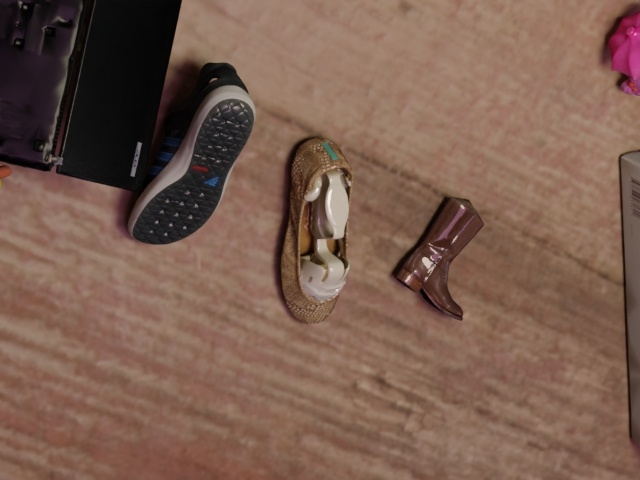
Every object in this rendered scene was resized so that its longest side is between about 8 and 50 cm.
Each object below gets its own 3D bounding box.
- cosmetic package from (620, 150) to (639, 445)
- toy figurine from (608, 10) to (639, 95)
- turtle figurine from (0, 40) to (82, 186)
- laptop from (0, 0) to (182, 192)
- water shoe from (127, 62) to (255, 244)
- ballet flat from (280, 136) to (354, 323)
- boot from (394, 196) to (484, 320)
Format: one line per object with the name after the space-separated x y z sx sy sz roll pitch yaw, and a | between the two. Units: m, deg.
0.493 0.047 2.189 0.284 0.097 0.377 -19 119 -23 | cosmetic package
0.381 -0.191 2.037 0.159 0.130 0.173 1 136 -14 | toy figurine
-0.319 -0.138 1.683 0.217 0.087 0.269 -42 109 -18 | turtle figurine
-0.251 -0.180 1.662 0.264 0.136 0.234 12 89 -14 | laptop
-0.122 -0.081 1.826 0.073 0.080 0.203 17 127 -29 | water shoe
0.000 0.000 1.924 0.073 0.067 0.206 -12 116 -23 | ballet flat
0.146 0.018 2.030 0.106 0.037 0.114 37 87 -36 | boot
